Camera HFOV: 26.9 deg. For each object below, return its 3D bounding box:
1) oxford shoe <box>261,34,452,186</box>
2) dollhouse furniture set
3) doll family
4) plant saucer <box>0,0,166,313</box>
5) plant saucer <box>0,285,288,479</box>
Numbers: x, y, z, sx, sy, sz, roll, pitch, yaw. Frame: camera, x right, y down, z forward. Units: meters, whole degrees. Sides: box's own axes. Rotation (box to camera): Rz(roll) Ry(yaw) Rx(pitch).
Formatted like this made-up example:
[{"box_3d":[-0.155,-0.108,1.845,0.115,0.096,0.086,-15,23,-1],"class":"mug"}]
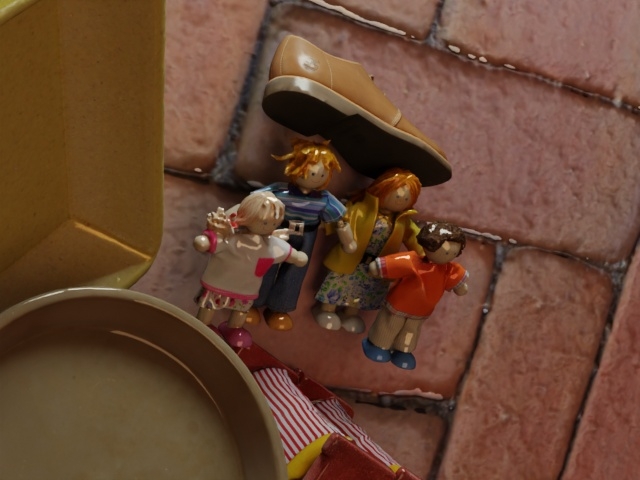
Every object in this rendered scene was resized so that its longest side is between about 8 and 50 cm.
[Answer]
[{"box_3d":[0.041,-0.108,1.134,0.212,0.076,0.076,31,54,-40],"class":"oxford shoe"},{"box_3d":[-0.079,0.295,1.099,0.152,0.201,0.374,34,90,-34],"class":"dollhouse furniture set"},{"box_3d":[0.000,0.000,1.120,0.263,0.118,0.163,9,116,-28],"class":"doll family"},{"box_3d":[-0.238,-0.023,0.878,0.333,0.081,0.332,-44,154,-37],"class":"plant saucer"},{"box_3d":[-0.149,0.169,0.921,0.278,0.041,0.277,12,66,-29],"class":"plant saucer"}]
